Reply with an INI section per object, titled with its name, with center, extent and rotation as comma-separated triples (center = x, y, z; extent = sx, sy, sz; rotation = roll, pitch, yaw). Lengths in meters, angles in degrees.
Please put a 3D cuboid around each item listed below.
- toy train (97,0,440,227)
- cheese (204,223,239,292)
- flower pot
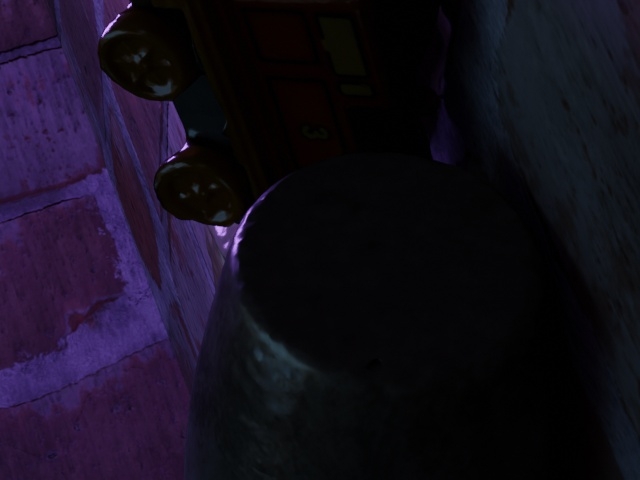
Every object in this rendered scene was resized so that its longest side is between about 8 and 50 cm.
[toy train]
center = -0.023, -0.136, 1.445
extent = 0.369, 0.232, 0.163
rotation = 70, -144, -45
[cheese]
center = -0.048, 0.083, 2.166
extent = 0.326, 0.115, 0.318
rotation = 113, 138, -72
[flower pot]
center = 0.044, 0.119, 1.430
extent = 0.330, 0.294, 0.293
rotation = 96, 154, -48
